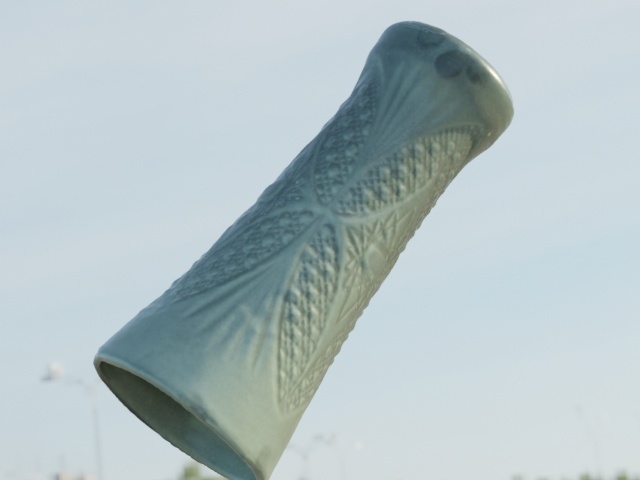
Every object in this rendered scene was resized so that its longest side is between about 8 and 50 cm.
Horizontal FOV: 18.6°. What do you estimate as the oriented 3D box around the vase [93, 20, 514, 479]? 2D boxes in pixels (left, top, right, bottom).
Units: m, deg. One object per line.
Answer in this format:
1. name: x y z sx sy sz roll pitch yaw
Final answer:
1. vase: 0.000 0.000 0.897 0.096 0.219 0.096 34 -17 12
